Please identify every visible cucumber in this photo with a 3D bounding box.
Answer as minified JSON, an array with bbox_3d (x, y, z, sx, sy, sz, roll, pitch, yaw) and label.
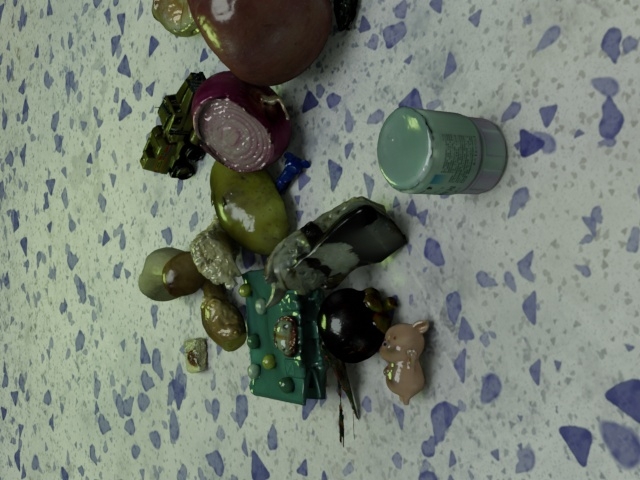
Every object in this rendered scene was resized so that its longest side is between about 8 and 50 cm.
[{"bbox_3d":[0.053,-0.480,1.754,0.053,0.053,0.181,30,115,49],"label":"cucumber"}]

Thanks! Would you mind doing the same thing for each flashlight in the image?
[{"bbox_3d":[-0.066,-0.135,1.925,0.121,0.057,0.035,-55,13,46],"label":"flashlight"}]

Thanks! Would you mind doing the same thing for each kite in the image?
[{"bbox_3d":[0.035,0.270,1.705,0.006,0.198,0.244,-18,32,13],"label":"kite"}]

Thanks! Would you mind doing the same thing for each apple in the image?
[{"bbox_3d":[-0.107,-0.450,1.783,0.235,0.306,0.305,-27,65,18],"label":"apple"}]

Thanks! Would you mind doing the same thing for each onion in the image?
[{"bbox_3d":[-0.156,-0.249,1.910,0.200,0.207,0.200,-165,90,-86],"label":"onion"}]

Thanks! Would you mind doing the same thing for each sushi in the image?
[{"bbox_3d":[0.002,0.014,1.685,0.273,0.134,0.109,-36,43,16],"label":"sushi"}]

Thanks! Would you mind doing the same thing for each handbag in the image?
[{"bbox_3d":[-0.081,0.179,1.844,0.274,0.100,0.268,172,97,-67],"label":"handbag"}]

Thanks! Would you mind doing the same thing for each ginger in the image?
[{"bbox_3d":[-0.224,0.142,2.047,0.131,0.086,0.294,57,180,-26],"label":"ginger"}]

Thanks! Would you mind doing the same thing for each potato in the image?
[{"bbox_3d":[-0.169,-0.078,1.976,0.271,0.111,0.160,60,145,29],"label":"potato"}]

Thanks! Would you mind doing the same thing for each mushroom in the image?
[{"bbox_3d":[-0.348,0.080,2.197,0.350,0.128,0.128,172,97,-68],"label":"mushroom"}]

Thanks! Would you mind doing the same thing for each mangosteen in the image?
[{"bbox_3d":[0.069,0.143,1.685,0.151,0.137,0.137,-31,61,11],"label":"mangosteen"}]

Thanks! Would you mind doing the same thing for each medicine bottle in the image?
[{"bbox_3d":[0.190,-0.137,1.472,0.135,0.168,0.135,3,93,53],"label":"medicine bottle"}]

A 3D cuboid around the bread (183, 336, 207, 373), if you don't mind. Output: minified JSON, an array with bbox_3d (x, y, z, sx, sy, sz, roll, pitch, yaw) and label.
[{"bbox_3d":[-0.297,0.271,2.230,0.070,0.035,0.083,-12,83,54],"label":"bread"}]

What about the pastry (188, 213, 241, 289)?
[{"bbox_3d":[-0.221,0.017,1.992,0.258,0.089,0.121,-115,4,-75],"label":"pastry"}]

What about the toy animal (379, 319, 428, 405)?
[{"bbox_3d":[0.143,0.206,1.619,0.083,0.089,0.150,4,90,31],"label":"toy animal"}]

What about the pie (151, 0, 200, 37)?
[{"bbox_3d":[-0.296,-0.641,2.201,0.337,0.075,0.337,-2,87,48],"label":"pie"}]

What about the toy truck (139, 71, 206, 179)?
[{"bbox_3d":[-0.329,-0.268,2.201,0.257,0.127,0.127,-53,49,34],"label":"toy truck"}]
